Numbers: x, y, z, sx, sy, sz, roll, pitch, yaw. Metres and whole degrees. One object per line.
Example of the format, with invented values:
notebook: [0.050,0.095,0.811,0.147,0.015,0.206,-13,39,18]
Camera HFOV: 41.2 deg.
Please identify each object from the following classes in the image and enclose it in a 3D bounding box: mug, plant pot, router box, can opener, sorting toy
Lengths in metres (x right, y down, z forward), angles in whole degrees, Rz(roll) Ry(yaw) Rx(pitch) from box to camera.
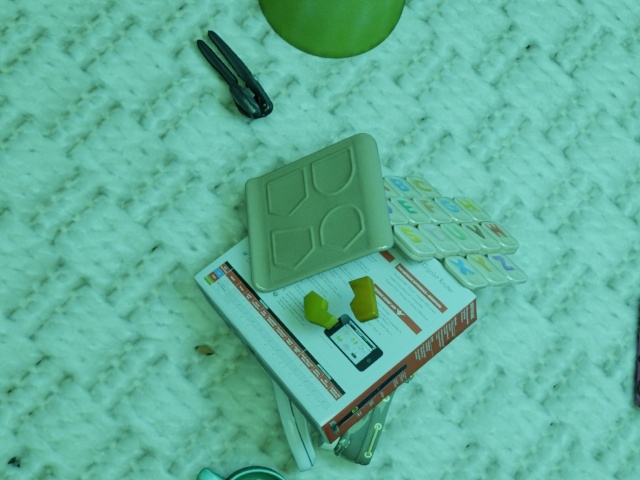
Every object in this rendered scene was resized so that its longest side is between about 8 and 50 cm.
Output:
mug: [-0.106,0.404,1.320,0.129,0.097,0.157,-23,84,-11]
plant pot: [0.042,-0.479,1.389,0.275,0.293,0.274,1,81,-9]
router box: [0.020,0.090,1.323,0.301,0.082,0.335,-37,59,-12]
can opener: [-0.144,-0.283,1.449,0.059,0.073,0.186,-32,78,-5]
sorting toy: [0.000,0.000,1.291,0.229,0.041,0.307,-19,58,20]

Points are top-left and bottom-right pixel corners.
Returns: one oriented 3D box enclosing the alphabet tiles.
alphabet tiles: [0.199,-0.023,1.368,0.284,0.021,0.278,-3,41,-45]

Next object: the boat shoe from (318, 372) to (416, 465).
boat shoe: [0.101,0.214,1.383,0.091,0.109,0.305,28,83,-4]

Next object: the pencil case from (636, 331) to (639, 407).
pencil case: [0.601,0.190,1.468,0.095,0.098,0.209,6,79,-8]

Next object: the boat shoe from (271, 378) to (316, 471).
boat shoe: [-0.034,0.251,1.362,0.076,0.083,0.226,-16,83,-5]
